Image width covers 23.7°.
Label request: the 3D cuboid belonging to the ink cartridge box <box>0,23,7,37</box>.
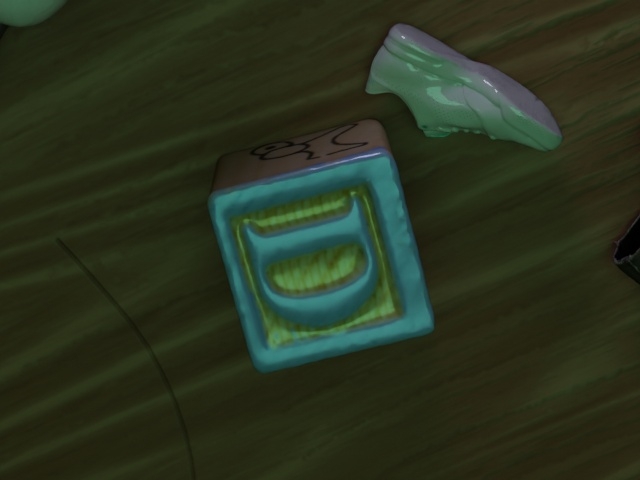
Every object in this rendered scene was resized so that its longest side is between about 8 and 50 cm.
[{"bbox_3d":[-0.408,-0.278,1.523,0.219,0.092,0.160,31,101,-9],"label":"ink cartridge box"}]

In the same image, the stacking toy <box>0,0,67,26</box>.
[{"bbox_3d":[-0.257,-0.431,1.373,0.350,0.350,0.480,3,110,-2],"label":"stacking toy"}]

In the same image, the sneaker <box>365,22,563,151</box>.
[{"bbox_3d":[0.147,-0.137,1.587,0.212,0.080,0.094,30,114,-1],"label":"sneaker"}]

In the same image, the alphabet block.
[{"bbox_3d":[0.000,0.000,1.548,0.192,0.197,0.193,-12,104,3],"label":"alphabet block"}]

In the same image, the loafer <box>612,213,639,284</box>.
[{"bbox_3d":[0.404,-0.097,1.561,0.130,0.134,0.366,17,103,-5],"label":"loafer"}]
